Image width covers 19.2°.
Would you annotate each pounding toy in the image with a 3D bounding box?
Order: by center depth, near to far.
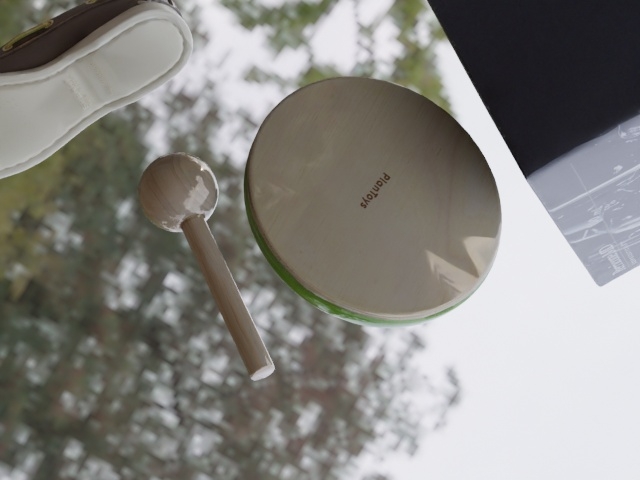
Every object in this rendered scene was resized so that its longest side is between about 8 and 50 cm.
[{"bbox_3d":[0.000,0.000,1.296,0.183,0.237,0.110,61,-29,15],"label":"pounding toy"}]

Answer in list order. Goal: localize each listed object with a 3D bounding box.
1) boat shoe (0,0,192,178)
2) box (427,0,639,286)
[{"bbox_3d":[-0.289,-0.163,1.958,0.324,0.116,0.096,-28,-145,0],"label":"boat shoe"},{"bbox_3d":[0.277,-0.145,1.403,0.312,0.343,0.179,-29,-111,9],"label":"box"}]
